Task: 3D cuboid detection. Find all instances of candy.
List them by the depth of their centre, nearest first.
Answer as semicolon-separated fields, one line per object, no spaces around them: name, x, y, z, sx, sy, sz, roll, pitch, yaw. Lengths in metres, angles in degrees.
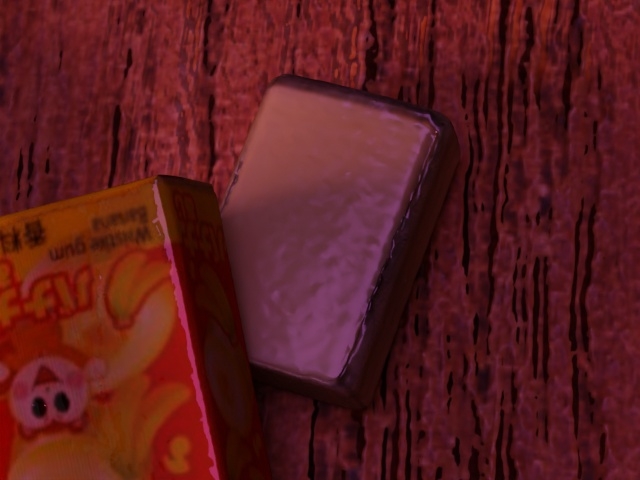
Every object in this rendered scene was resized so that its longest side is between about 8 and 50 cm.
candy;-0.106;0.114;1.049;0.146;0.088;0.276;-12;83;16

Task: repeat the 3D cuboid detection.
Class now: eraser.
eraser;0.000;0.000;1.121;0.117;0.058;0.172;15;74;21
